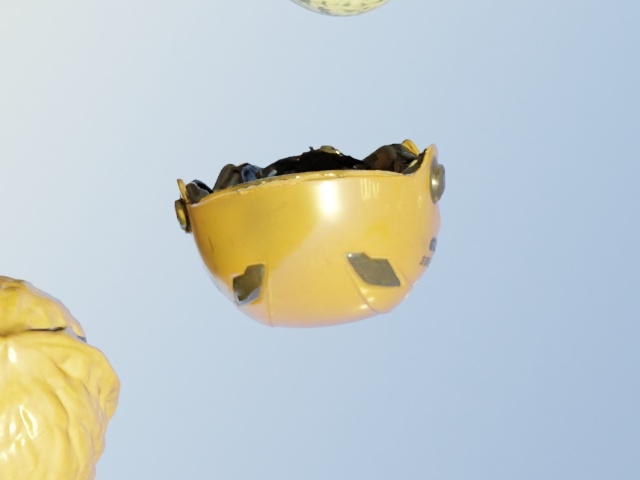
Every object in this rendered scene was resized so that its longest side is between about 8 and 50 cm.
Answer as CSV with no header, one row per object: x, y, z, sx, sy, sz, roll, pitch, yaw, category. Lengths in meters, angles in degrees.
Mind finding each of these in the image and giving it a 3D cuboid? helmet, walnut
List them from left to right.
-0.242,0.126,1.345,0.213,0.213,0.213,-51,-162,23,walnut
0.000,0.000,1.344,0.198,0.130,0.224,-10,-173,6,helmet

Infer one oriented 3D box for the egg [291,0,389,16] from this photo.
0.003,-0.275,1.660,0.132,0.172,0.132,-61,172,-15,egg
